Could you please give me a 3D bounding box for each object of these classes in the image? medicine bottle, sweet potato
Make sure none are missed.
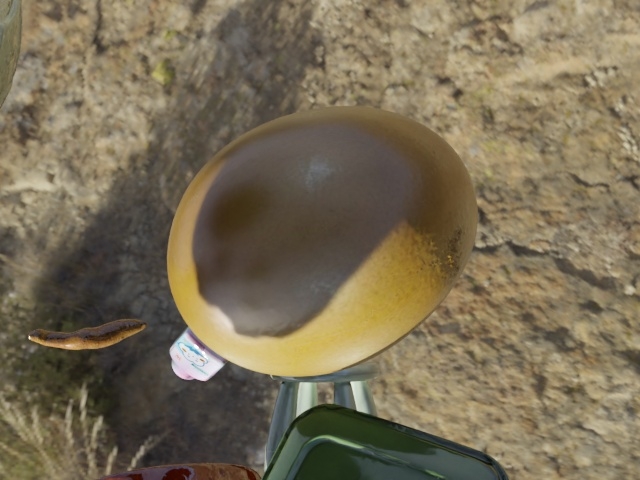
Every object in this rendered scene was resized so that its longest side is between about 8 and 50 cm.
[{"bbox_3d":[-0.271,0.250,2.038,0.094,0.119,0.188,-53,5,-37],"label":"medicine bottle"},{"bbox_3d":[-0.357,0.148,1.387,0.044,0.179,0.044,172,90,-70],"label":"sweet potato"}]

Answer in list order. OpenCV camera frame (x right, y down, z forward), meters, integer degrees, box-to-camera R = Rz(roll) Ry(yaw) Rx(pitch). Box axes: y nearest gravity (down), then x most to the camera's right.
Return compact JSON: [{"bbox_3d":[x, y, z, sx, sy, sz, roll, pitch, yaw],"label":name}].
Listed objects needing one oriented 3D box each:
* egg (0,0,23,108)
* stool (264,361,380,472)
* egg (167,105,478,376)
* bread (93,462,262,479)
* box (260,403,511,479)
[{"bbox_3d":[-0.384,-0.191,0.732,0.336,0.278,0.278,-33,53,51],"label":"egg"},{"bbox_3d":[0.011,0.314,1.587,0.195,0.195,0.198,-4,87,19],"label":"stool"},{"bbox_3d":[0.000,0.000,0.984,0.351,0.282,0.282,-21,60,10],"label":"egg"},{"bbox_3d":[-0.232,0.429,1.339,0.295,0.328,0.114,-50,45,44],"label":"bread"},{"bbox_3d":[0.038,0.354,0.869,0.253,0.177,0.328,14,62,32],"label":"box"}]
